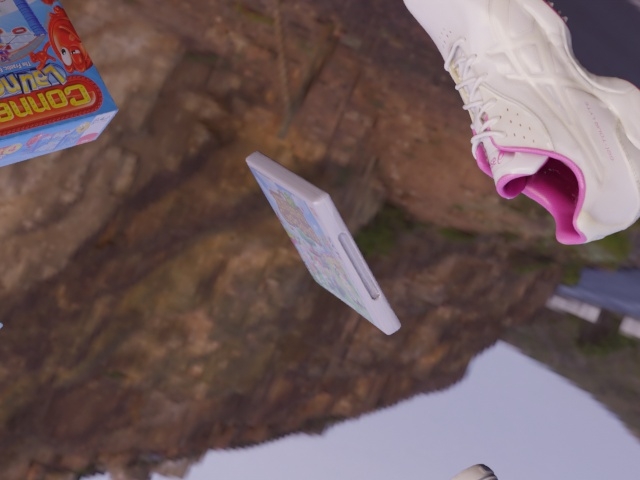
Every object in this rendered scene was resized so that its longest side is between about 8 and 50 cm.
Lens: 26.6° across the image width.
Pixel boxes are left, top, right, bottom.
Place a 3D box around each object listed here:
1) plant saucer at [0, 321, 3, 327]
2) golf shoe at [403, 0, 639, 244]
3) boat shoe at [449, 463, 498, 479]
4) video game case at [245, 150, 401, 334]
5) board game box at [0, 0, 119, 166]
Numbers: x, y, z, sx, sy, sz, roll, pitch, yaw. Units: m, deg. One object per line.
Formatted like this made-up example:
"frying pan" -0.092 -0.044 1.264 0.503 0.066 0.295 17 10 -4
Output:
"plant saucer" -0.372 0.057 1.173 0.192 0.067 0.018 27 -142 -44
"golf shoe" 0.168 -0.124 1.164 0.306 0.140 0.115 44 160 15
"boat shoe" 0.116 0.342 1.460 0.081 0.227 0.079 50 -171 30
"video game case" 0.000 0.000 1.571 0.193 0.023 0.212 61 168 -27
"board game box" -0.471 -0.245 1.785 0.308 0.086 0.302 -22 -102 -40
